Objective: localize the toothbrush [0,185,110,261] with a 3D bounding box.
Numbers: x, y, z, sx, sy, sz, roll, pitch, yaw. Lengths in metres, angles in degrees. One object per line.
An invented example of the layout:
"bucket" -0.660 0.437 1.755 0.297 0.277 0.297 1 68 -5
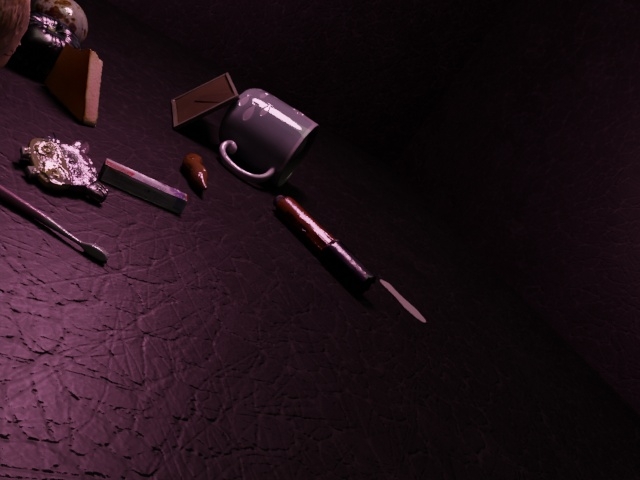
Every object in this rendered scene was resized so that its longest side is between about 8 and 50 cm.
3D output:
"toothbrush" -0.482 -0.047 0.968 0.287 0.020 0.025 33 8 -7

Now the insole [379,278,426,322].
"insole" 0.249 0.183 1.756 0.197 0.004 0.065 45 20 30

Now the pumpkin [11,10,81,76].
"pumpkin" -0.751 -0.525 1.554 0.202 0.140 0.201 33 31 -23

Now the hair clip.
"hair clip" -0.516 -0.154 1.137 0.146 0.056 0.187 3 38 -49

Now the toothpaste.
"toothpaste" -0.397 -0.120 1.296 0.196 0.040 0.047 25 17 -28

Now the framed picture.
"framed picture" -0.404 -0.487 1.988 0.020 0.241 0.324 64 -2 -33

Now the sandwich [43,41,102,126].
"sandwich" -0.608 -0.409 1.469 0.193 0.162 0.058 43 16 22

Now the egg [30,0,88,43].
"egg" -0.815 -0.678 1.794 0.169 0.169 0.231 27 10 -24

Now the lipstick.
"lipstick" 0.000 0.000 1.661 0.418 0.077 0.077 43 19 31

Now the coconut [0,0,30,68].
"coconut" -0.758 -0.514 1.130 0.346 0.360 0.346 34 16 -11

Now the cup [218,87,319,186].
"cup" -0.210 -0.334 1.949 0.275 0.259 0.356 35 48 3

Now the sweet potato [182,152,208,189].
"sweet potato" -0.343 -0.193 1.571 0.065 0.051 0.218 27 18 -33
